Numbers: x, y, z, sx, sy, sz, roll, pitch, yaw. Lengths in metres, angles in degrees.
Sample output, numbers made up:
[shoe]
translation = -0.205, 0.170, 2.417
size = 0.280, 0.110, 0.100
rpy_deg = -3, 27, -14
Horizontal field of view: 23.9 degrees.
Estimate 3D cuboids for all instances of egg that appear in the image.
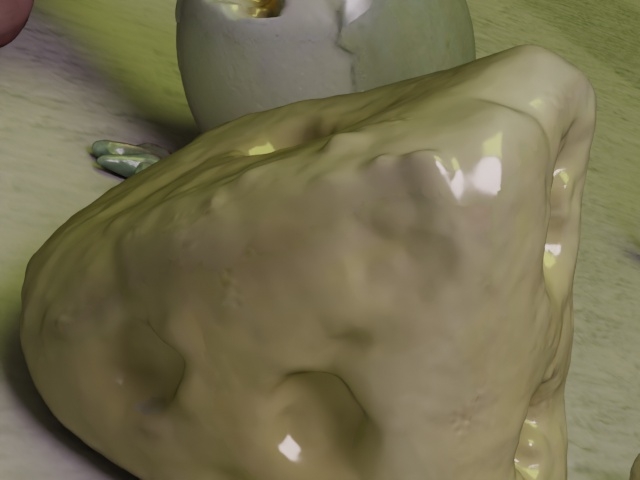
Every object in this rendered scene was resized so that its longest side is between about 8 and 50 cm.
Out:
[egg]
translation = 0.009, -0.103, 0.930
size = 0.183, 0.183, 0.217
rpy_deg = 57, -5, 47

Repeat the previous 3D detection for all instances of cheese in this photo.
[cheese]
translation = -0.007, 0.053, 0.654
size = 0.248, 0.251, 0.173
rpy_deg = 2, 24, 27

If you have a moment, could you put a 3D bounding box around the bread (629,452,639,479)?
[bread]
translation = 0.262, 0.176, 0.830
size = 0.178, 0.060, 0.139
rpy_deg = 13, 30, -38

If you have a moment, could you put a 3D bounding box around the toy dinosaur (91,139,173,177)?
[toy dinosaur]
translation = 0.000, 0.000, 0.871
size = 0.242, 0.053, 0.167
rpy_deg = 8, 24, -27

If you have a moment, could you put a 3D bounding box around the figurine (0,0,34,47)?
[figurine]
translation = -0.195, -0.277, 0.916
size = 0.270, 0.211, 0.261
rpy_deg = -21, 54, -18
